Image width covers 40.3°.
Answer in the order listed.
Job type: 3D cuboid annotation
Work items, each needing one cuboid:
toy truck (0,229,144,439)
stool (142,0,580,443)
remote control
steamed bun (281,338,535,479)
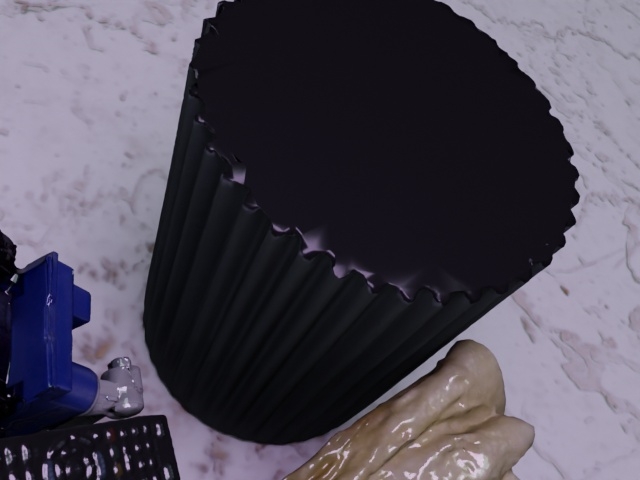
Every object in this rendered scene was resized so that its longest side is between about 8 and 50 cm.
[{"bbox_3d":[-0.257,0.101,0.651,0.177,0.213,0.161,36,37,-49],"label":"toy truck"},{"bbox_3d":[0.000,0.000,0.733,0.297,0.330,0.297,11,54,-16],"label":"stool"},{"bbox_3d":[-0.190,0.157,0.574,0.245,0.025,0.063,5,70,-51],"label":"remote control"},{"bbox_3d":[0.005,0.292,0.616,0.428,0.247,0.189,-36,68,-24],"label":"steamed bun"}]
